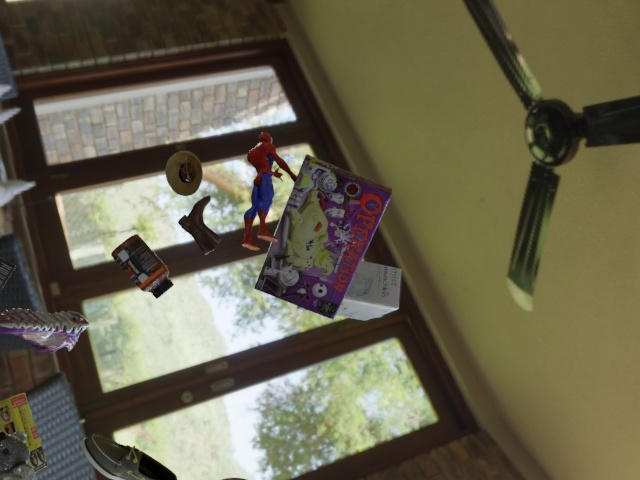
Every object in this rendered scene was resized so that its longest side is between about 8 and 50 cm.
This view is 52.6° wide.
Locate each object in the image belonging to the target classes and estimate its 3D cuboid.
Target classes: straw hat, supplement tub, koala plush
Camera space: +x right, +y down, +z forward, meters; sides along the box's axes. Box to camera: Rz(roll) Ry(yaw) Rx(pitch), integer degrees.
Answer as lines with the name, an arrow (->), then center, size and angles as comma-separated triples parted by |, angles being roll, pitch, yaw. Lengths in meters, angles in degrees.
straw hat -> -0.400, -0.209, 1.982 | 0.144, 0.061, 0.145 | 7, -74, 24
supplement tub -> -0.538, 0.083, 1.978 | 0.198, 0.106, 0.106 | 50, -20, -5
koala plush -> -0.777, 0.503, 1.481 | 0.196, 0.221, 0.203 | 36, -65, 47

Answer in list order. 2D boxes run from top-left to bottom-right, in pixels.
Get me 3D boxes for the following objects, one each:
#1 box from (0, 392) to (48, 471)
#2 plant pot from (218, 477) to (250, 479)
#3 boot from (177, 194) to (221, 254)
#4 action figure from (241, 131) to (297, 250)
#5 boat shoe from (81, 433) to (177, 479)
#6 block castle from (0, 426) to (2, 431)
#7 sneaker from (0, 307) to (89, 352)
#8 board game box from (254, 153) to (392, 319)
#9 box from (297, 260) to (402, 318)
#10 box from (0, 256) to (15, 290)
box -> -0.889, 0.577, 1.921 | 0.087, 0.058, 0.232 | 21, 48, -82
plant pot -> -0.233, 0.695, 1.433 | 0.305, 0.333, 0.334 | -55, -132, 34
boot -> -0.269, -0.036, 1.551 | 0.114, 0.106, 0.037 | 45, 1, 11
action figure -> -0.103, -0.109, 1.444 | 0.091, 0.139, 0.280 | -22, -121, 39
boat shoe -> -0.527, 0.617, 1.794 | 0.305, 0.091, 0.109 | 49, 5, -29
block castle -> -1.126, 0.669, 1.992 | 0.453, 0.303, 0.213 | 24, 41, -59
sneaker -> -0.702, 0.234, 1.622 | 0.095, 0.236, 0.105 | 30, -80, 38
board game box -> 0.000, 0.000, 1.469 | 0.056, 0.208, 0.347 | -83, -166, -64
box -> 0.080, 0.147, 1.904 | 0.262, 0.231, 0.127 | 141, -42, -67
box -> -0.813, 0.093, 1.485 | 0.156, 0.158, 0.093 | 9, -23, 38
